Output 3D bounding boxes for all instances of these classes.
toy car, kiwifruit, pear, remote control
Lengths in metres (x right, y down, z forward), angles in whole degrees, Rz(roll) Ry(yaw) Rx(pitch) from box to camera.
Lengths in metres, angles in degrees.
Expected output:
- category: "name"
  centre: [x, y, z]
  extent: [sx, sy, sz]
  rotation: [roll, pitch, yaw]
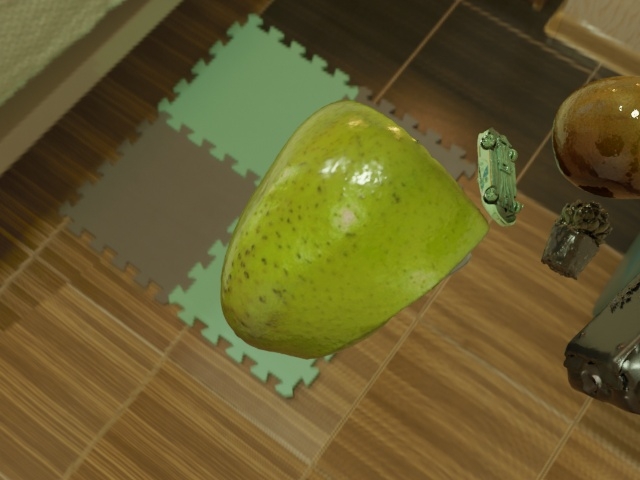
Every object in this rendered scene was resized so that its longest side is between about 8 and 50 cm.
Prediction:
- category: "toy car"
  centre: [0.311, -0.111, 1.531]
  extent: [0.058, 0.093, 0.186]
  rotation: [-17, 62, 39]
- category: "kiwifruit"
  centre: [0.471, -0.160, 1.355]
  extent: [0.196, 0.234, 0.196]
  rotation: [0, 89, -28]
- category: "pear"
  centre: [0.000, 0.000, 1.087]
  extent: [0.238, 0.342, 0.318]
  rotation: [44, 86, -15]
- category: "remote control"
  centre: [0.380, -0.007, 0.779]
  extent: [0.399, 0.144, 0.062]
  rotation: [-44, 101, -8]

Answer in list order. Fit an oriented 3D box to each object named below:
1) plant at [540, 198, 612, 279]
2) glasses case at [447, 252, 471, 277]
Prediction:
- category: "plant"
  centre: [0.460, -0.005, 1.538]
  extent: [0.094, 0.092, 0.143]
  rotation: [30, 86, -23]
- category: "glasses case"
  centre: [0.231, 0.064, 1.778]
  extent: [0.178, 0.067, 0.045]
  rotation: [-28, 65, -3]
